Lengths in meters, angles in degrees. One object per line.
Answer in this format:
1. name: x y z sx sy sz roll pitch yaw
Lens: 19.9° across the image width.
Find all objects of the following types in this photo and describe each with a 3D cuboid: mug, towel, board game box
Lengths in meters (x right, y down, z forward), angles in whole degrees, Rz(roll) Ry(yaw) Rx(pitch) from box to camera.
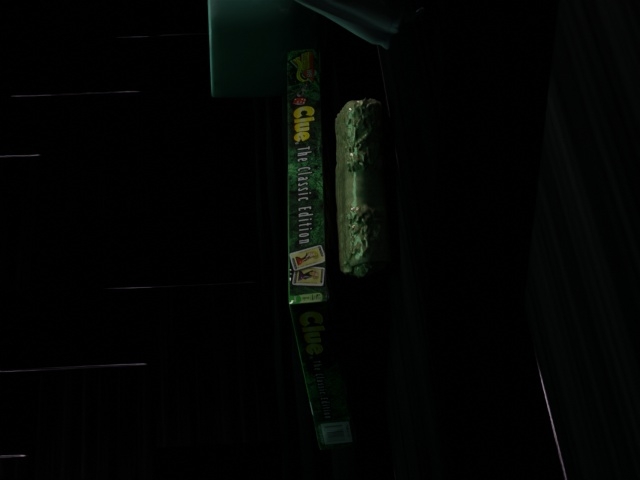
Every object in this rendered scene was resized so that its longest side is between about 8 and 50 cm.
1. mug: -0.046 -0.190 1.534 0.158 0.097 0.129 -99 7 -64
2. towel: 0.025 -0.030 1.110 0.148 0.027 0.110 118 150 -86
3. board game box: 0.000 0.000 1.234 0.260 0.030 0.136 -92 -5 -48

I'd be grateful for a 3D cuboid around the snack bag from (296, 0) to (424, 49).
1. snack bag: -0.113 -0.246 0.939 0.037 0.342 0.323 -57 22 32
